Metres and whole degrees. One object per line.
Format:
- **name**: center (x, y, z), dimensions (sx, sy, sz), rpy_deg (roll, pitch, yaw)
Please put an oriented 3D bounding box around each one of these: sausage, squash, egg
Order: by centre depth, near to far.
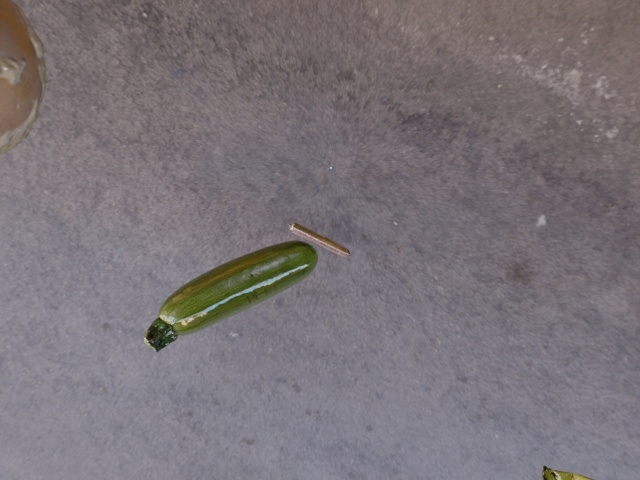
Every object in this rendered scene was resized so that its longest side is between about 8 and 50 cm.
- **egg**: center (-0.371, -0.167, 0.513), dimensions (0.245, 0.203, 0.204), rpy_deg (30, 97, 18)
- **squash**: center (-0.110, 0.059, 0.708), dimensions (0.252, 0.066, 0.066), rpy_deg (-24, 98, -30)
- **sausage**: center (0.000, 0.000, 0.753), dimensions (0.100, 0.015, 0.015), rpy_deg (26, 97, -19)

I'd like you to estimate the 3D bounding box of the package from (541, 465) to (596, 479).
- **package**: center (0.315, 0.314, 0.517), dimensions (0.226, 0.168, 0.090), rpy_deg (36, 104, -9)
